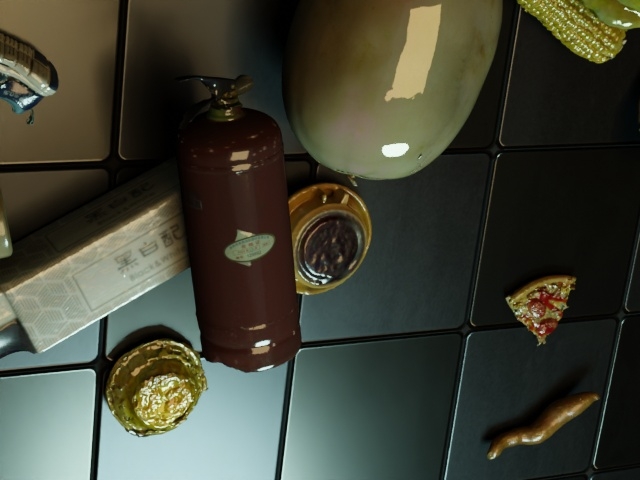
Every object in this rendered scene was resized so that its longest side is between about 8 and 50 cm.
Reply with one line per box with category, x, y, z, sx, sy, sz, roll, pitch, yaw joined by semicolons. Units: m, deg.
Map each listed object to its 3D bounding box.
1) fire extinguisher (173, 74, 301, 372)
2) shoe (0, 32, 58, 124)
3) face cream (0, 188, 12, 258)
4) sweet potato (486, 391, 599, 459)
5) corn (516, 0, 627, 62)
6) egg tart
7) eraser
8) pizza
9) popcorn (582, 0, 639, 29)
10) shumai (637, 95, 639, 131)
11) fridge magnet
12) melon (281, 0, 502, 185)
fire extinguisher;-0.094;-0.028;1.614;0.135;0.114;0.337;-37;129;-50
shoe;-0.344;-0.177;1.581;0.143;0.064;0.071;24;118;-27
face cream;-0.496;0.009;1.581;0.341;0.084;0.137;-11;115;-13
sweet potato;0.306;0.255;2.107;0.179;0.044;0.044;-28;122;-5
corn;0.288;-0.290;1.833;0.238;0.080;0.080;32;95;-35
egg tart;-0.190;0.179;1.818;0.130;0.052;0.130;-9;113;-23
eraser;-0.240;0.014;1.692;0.404;0.098;0.096;-30;121;-13
pizza;0.306;0.080;2.035;0.099;0.029;0.100;-42;124;-6
popcorn;0.418;-0.379;1.743;0.282;0.247;0.282;2;79;-10
shumai;0.508;-0.158;1.978;0.153;0.161;0.210;20;77;-55
fridge magnet;0.000;0.000;1.826;0.143;0.063;0.143;-11;114;-25
melon;0.077;-0.214;1.674;0.223;0.223;0.317;10;106;-30
